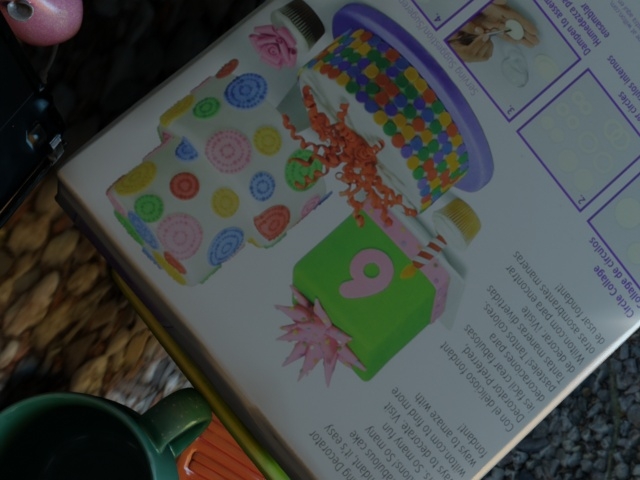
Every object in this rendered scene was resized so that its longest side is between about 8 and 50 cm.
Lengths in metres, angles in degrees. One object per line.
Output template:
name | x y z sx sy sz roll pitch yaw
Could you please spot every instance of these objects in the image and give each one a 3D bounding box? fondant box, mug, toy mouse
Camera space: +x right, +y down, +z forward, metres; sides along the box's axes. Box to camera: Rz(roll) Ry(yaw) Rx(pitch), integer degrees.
fondant box | 0.067 -0.040 0.623 0.330 0.238 0.096 -41 -174 -14
mug | -0.144 0.165 0.793 0.097 0.157 0.129 59 28 -75
toy mouse | -0.114 -0.138 0.546 0.143 0.031 0.161 -15 137 -62

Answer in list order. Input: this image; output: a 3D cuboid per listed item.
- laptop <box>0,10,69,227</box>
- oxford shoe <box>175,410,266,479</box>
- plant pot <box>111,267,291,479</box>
laptop | -0.222 0.003 0.476 0.234 0.136 0.264 -59 141 -35
oxford shoe | -0.101 0.219 1.095 0.364 0.130 0.132 -55 -165 -23
plant pot | 0.016 0.024 0.796 0.228 0.227 0.207 -40 -175 -38
